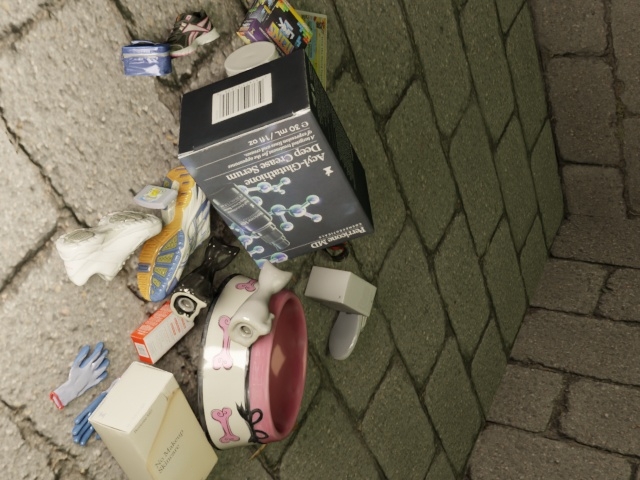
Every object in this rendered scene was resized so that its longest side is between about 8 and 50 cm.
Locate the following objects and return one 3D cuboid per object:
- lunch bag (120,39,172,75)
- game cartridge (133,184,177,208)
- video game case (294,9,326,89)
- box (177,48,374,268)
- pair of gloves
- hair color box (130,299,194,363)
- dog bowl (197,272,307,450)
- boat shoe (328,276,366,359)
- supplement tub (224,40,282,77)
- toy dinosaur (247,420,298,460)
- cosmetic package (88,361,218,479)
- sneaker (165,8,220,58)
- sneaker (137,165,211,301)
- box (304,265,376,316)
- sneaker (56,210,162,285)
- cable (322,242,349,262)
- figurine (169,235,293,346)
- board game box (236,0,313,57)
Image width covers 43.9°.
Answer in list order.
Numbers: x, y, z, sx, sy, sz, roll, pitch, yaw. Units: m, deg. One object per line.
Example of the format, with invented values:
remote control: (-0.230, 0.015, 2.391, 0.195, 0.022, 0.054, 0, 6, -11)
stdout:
lunch bag: (-0.341, -0.358, 1.547, 0.067, 0.098, 0.065, -81, 171, -71)
game cartridge: (-0.338, -0.088, 1.615, 0.056, 0.083, 0.017, -55, 143, -36)
video game case: (-0.049, -0.473, 2.041, 0.206, 0.026, 0.227, -14, 108, -56)
box: (-0.089, -0.165, 1.742, 0.395, 0.293, 0.212, 57, 20, -45)
pair of gloves: (-0.455, 0.306, 1.574, 0.159, 0.023, 0.198, -51, 141, -42)
hair color box: (-0.339, 0.193, 1.713, 0.141, 0.043, 0.072, -44, 132, -43)
dog bowl: (-0.140, 0.283, 1.833, 0.408, 0.150, 0.408, 2, 90, -76)
boat shoe: (0.101, 0.239, 2.367, 0.084, 0.095, 0.258, 38, 66, -49)
supplement tub: (-0.129, -0.340, 1.832, 0.144, 0.144, 0.200, -56, 139, -35)
toy dinosaur: (-0.108, 0.508, 2.127, 0.211, 0.064, 0.112, -16, 111, -55)
cosmetic package: (-0.343, 0.422, 1.675, 0.160, 0.113, 0.310, -56, 144, -36)
sneaker: (-0.287, -0.430, 1.653, 0.178, 0.071, 0.077, -50, 125, -51)
sneaker: (-0.289, -0.003, 1.687, 0.131, 0.111, 0.297, 35, 68, -55)
box: (0.059, 0.144, 2.246, 0.170, 0.130, 0.091, 33, 69, -56)
sneaker: (-0.406, 0.017, 1.546, 0.232, 0.090, 0.115, -25, 125, -43)
cable: (0.000, 0.000, 2.221, 0.287, 0.072, 0.140, -8, 121, -44)
figurine: (-0.178, 0.096, 1.680, 0.209, 0.214, 0.092, -65, 179, -46)
board game box: (-0.106, -0.495, 1.894, 0.170, 0.048, 0.141, 42, 66, -43)
